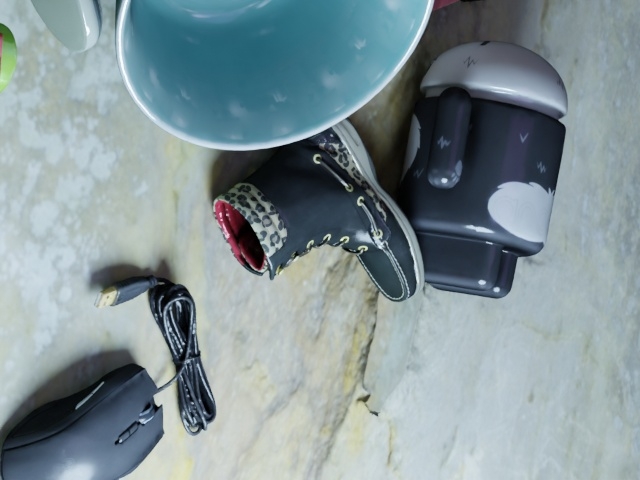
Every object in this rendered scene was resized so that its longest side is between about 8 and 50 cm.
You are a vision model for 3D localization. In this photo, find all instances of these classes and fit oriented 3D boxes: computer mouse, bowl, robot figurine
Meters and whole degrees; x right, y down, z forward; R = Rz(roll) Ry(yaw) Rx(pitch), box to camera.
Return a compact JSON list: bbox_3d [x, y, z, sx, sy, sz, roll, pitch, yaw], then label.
[{"bbox_3d":[-0.194,0.139,1.726,0.262,0.060,0.184,-23,109,-42],"label":"computer mouse"},{"bbox_3d":[-0.065,-0.255,1.706,0.312,0.163,0.311,-16,136,-16],"label":"bowl"},{"bbox_3d":[0.174,-0.081,2.006,0.174,0.209,0.278,12,84,-15],"label":"robot figurine"}]

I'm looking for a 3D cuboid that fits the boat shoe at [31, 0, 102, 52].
[{"bbox_3d":[-0.232,-0.286,1.645,0.081,0.079,0.227,-30,110,-35],"label":"boat shoe"}]

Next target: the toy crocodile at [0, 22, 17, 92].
[{"bbox_3d":[-0.322,-0.091,1.541,0.115,0.105,0.340,9,93,-46],"label":"toy crocodile"}]

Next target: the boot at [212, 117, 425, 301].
[{"bbox_3d":[-0.002,-0.001,1.895,0.178,0.085,0.236,-42,114,-33],"label":"boot"}]

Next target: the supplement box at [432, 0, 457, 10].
[{"bbox_3d":[0.076,-0.309,1.871,0.191,0.194,0.129,-26,110,-41],"label":"supplement box"}]
